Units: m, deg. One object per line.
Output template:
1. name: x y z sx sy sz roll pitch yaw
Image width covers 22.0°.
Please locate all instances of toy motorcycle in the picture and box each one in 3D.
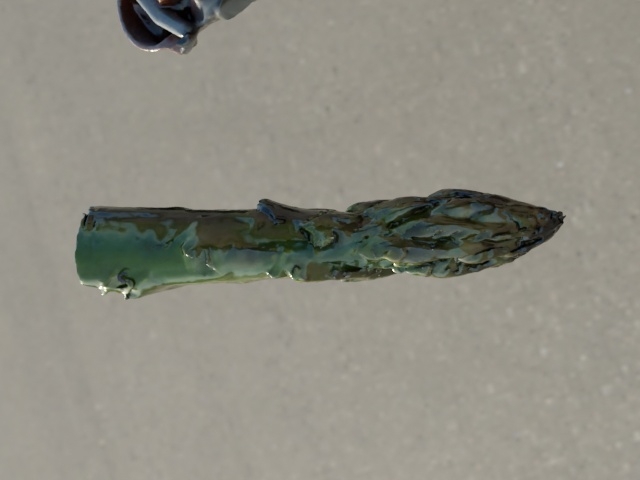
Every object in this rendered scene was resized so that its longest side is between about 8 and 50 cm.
1. toy motorcycle: -0.075 -0.169 0.916 0.084 0.118 0.212 53 178 19

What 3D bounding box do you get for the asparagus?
1. asparagus: 0.000 -0.001 0.557 0.036 0.165 0.030 -85 -9 -73
